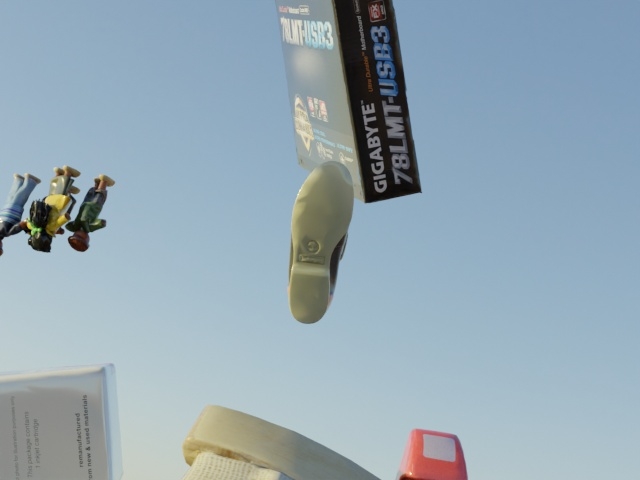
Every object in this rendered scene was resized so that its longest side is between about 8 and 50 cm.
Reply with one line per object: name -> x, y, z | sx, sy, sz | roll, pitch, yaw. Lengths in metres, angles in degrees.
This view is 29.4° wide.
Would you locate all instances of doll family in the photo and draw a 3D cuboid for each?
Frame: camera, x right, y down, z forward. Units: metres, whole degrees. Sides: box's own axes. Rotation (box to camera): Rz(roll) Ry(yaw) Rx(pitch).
doll family -> -0.329, -0.027, 1.445 | 0.076, 0.111, 0.193 | 31, -25, -35

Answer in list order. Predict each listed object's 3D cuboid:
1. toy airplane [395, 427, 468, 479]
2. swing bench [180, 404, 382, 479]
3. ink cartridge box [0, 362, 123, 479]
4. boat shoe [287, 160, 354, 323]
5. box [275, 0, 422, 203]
toy airplane -> 0.119, 0.441, 1.467 | 0.384, 0.386, 0.272 | 51, -27, 22
swing bench -> -0.042, 0.240, 0.394 | 0.165, 0.253, 0.254 | 26, -47, 6
ink cartridge box -> -0.445, 0.245, 1.495 | 0.385, 0.160, 0.279 | -4, -3, -7
boat shoe -> 0.000, 0.000, 0.999 | 0.049, 0.137, 0.043 | 10, 11, 7
box -> 0.016, -0.208, 1.320 | 0.073, 0.293, 0.295 | -13, 15, -11
